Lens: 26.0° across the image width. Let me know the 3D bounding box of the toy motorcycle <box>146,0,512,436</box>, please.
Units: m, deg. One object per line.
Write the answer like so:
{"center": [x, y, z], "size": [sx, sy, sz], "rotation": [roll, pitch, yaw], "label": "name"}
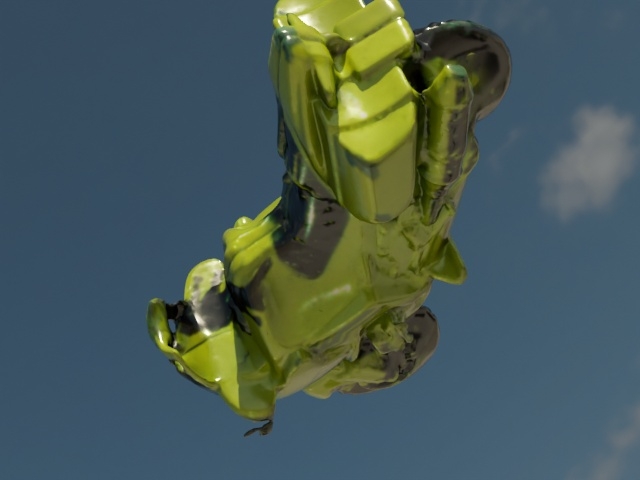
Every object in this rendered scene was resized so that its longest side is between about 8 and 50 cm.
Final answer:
{"center": [-0.001, -0.002, 0.854], "size": [0.206, 0.142, 0.342], "rotation": [-18, -36, -24], "label": "toy motorcycle"}
